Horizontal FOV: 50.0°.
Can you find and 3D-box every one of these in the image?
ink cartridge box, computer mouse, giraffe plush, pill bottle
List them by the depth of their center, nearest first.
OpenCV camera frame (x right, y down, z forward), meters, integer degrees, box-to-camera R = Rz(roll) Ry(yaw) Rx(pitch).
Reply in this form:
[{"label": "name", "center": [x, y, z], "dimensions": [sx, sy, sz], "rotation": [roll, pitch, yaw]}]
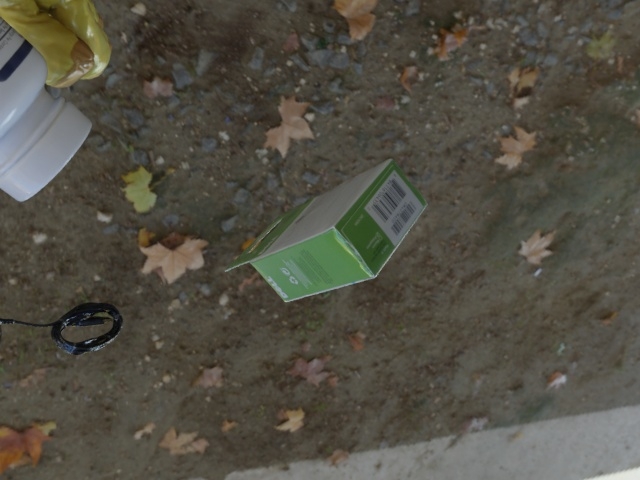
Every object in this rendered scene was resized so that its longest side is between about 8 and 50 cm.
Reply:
[{"label": "pill bottle", "center": [-0.264, -0.117, 0.488], "dimensions": [0.112, 0.112, 0.186], "rotation": [-43, 119, 4]}, {"label": "giraffe plush", "center": [-0.248, -0.279, 0.662], "dimensions": [0.170, 0.181, 0.210], "rotation": [-35, 138, 13]}, {"label": "computer mouse", "center": [-0.301, 0.083, 0.663], "dimensions": [0.041, 0.071, 0.242], "rotation": [-32, 153, 32]}, {"label": "ink cartridge box", "center": [0.000, 0.000, 0.704], "dimensions": [0.062, 0.209, 0.109], "rotation": [50, 54, -14]}]
